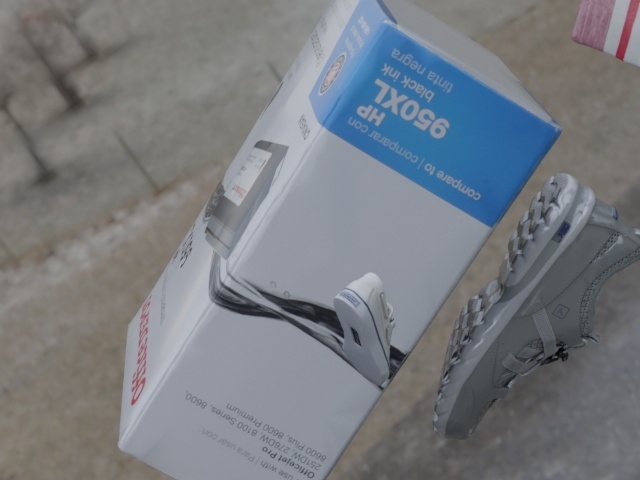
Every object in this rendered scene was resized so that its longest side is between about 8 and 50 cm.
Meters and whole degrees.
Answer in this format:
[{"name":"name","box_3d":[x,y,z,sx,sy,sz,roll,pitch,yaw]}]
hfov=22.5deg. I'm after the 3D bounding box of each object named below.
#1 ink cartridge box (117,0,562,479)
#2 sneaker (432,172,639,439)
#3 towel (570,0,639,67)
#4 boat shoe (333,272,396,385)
[{"name":"ink cartridge box","box_3d":[0.000,0.000,1.331,0.395,0.166,0.285,-57,13,12]},{"name":"sneaker","box_3d":[0.188,0.081,1.418,0.281,0.115,0.105,-61,5,31]},{"name":"towel","box_3d":[0.292,-0.222,1.140,0.037,0.237,0.329,6,16,-21]},{"name":"boat shoe","box_3d":[0.034,0.055,1.022,0.035,0.100,0.035,34,66,33]}]
